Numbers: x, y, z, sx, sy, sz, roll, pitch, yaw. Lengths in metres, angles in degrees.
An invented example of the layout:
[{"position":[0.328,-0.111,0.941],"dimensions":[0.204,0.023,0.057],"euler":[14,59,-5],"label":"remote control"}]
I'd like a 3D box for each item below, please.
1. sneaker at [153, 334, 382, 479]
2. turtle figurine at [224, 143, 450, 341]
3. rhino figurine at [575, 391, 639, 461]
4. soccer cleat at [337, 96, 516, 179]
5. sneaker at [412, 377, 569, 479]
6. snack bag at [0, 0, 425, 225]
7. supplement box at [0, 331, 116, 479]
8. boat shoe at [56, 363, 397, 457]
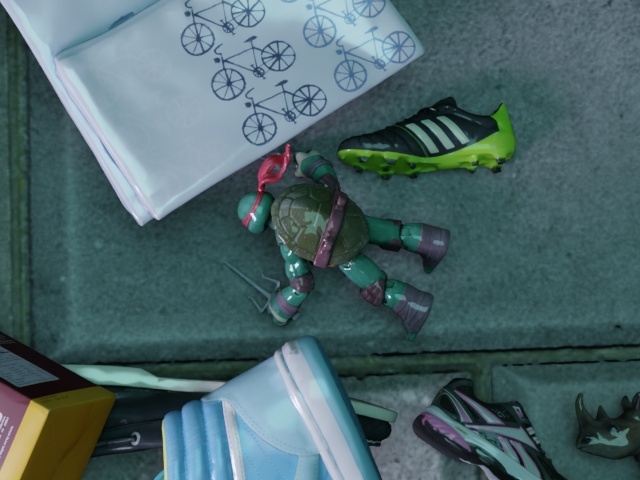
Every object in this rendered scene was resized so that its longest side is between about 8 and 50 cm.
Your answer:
[{"position":[-0.038,0.258,1.477],"dimensions":[0.208,0.127,0.319],"euler":[-22,101,-1],"label":"sneaker"},{"position":[0.000,0.000,1.611],"dimensions":[0.234,0.118,0.175],"euler":[21,81,-6],"label":"turtle figurine"},{"position":[0.336,0.228,1.616],"dimensions":[0.243,0.073,0.106],"euler":[42,85,4],"label":"rhino figurine"},{"position":[0.102,-0.101,1.661],"dimensions":[0.179,0.060,0.072],"euler":[-2,72,-11],"label":"soccer cleat"},{"position":[0.182,0.192,1.614],"dimensions":[0.178,0.072,0.077],"euler":[35,70,-4],"label":"sneaker"},{"position":[-0.120,-0.234,1.575],"dimensions":[0.323,0.037,0.342],"euler":[-32,87,-15],"label":"snack bag"},{"position":[-0.322,0.183,1.499],"dimensions":[0.194,0.129,0.191],"euler":[27,99,17],"label":"supplement box"},{"position":[-0.102,0.183,1.566],"dimensions":[0.340,0.127,0.113],"euler":[6,82,-1],"label":"boat shoe"}]
